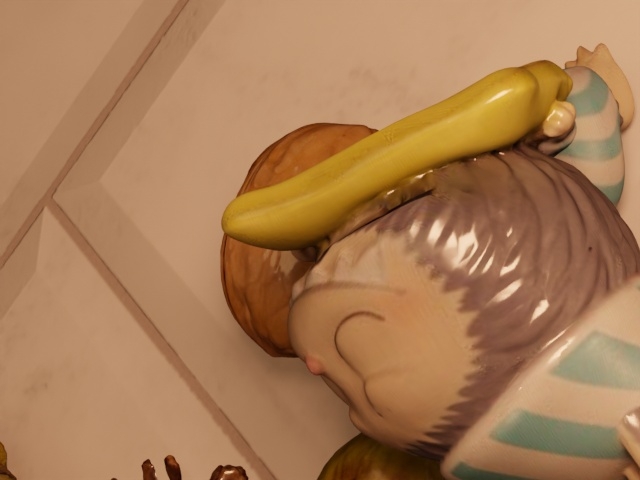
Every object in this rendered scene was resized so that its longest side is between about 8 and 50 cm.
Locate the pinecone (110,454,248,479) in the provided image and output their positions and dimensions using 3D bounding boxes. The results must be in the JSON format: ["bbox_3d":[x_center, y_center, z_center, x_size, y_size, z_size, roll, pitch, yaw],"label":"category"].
[{"bbox_3d":[-0.135,0.272,1.431,0.168,0.212,0.185,58,160,8],"label":"pinecone"}]

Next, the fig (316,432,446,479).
[{"bbox_3d":[0.054,0.207,1.320,0.136,0.121,0.153,27,90,41],"label":"fig"}]

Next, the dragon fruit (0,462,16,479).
[{"bbox_3d":[-0.385,0.300,1.539,0.291,0.269,0.250,36,112,7],"label":"dragon fruit"}]

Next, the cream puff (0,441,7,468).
[{"bbox_3d":[-0.367,0.222,1.716,0.146,0.116,0.146,10,113,23],"label":"cream puff"}]

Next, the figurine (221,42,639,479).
[{"bbox_3d":[0.154,0.075,1.251,0.266,0.361,0.377,-25,89,36],"label":"figurine"}]

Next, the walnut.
[{"bbox_3d":[0.000,0.000,1.441,0.167,0.167,0.207,18,82,46],"label":"walnut"}]
